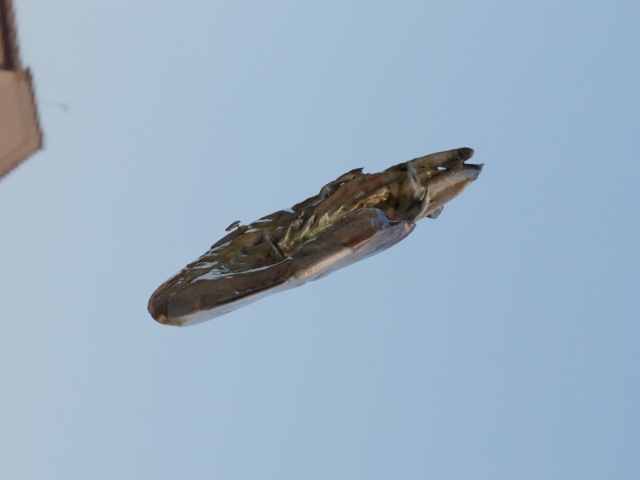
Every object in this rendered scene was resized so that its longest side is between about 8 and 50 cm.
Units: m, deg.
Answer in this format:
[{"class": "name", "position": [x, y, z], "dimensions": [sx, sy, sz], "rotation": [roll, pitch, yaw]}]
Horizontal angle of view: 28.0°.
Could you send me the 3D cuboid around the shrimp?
[{"class": "shrimp", "position": [0.000, 0.000, 1.237], "dimensions": [0.247, 0.360, 0.085], "rotation": [-137, -157, -79]}]
